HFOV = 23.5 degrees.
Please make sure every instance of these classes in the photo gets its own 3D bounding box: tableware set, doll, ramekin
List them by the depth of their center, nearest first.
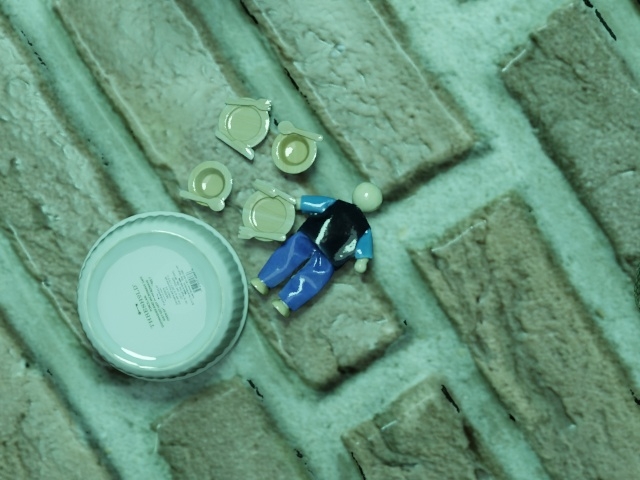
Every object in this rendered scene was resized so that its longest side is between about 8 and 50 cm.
[{"bbox_3d":[-0.191,0.067,1.811,0.207,0.109,0.207,0,90,1],"label":"ramekin"},{"bbox_3d":[-0.079,-0.086,1.836,0.141,0.020,0.168,23,88,14],"label":"tableware set"},{"bbox_3d":[0.000,0.000,1.840,0.189,0.046,0.129,-44,82,0],"label":"doll"}]

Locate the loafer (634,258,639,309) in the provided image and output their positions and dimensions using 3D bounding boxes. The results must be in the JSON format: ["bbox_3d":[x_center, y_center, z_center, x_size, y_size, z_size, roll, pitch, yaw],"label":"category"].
[{"bbox_3d":[0.444,-0.039,1.815,0.092,0.102,0.268,14,100,-1],"label":"loafer"}]
